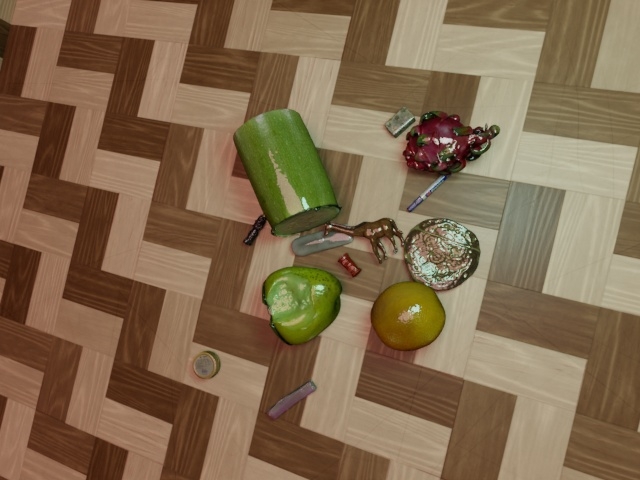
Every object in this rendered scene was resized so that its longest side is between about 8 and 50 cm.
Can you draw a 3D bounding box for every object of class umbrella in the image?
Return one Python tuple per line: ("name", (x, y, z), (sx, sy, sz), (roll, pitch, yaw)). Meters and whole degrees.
("umbrella", (-0.242, -0.046, 1.714), (0.040, 0.037, 0.144), (33, 97, -5))

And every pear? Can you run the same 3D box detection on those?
("pear", (-0.049, 0.210, 1.580), (0.293, 0.159, 0.292), (-1, 84, 14))

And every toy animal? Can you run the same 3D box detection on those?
("toy animal", (0.150, -0.019, 1.575), (0.224, 0.066, 0.229), (-36, 87, 10))

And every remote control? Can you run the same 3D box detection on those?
("remote control", (0.000, 0.000, 1.636), (0.229, 0.044, 0.073), (-15, 80, 14))

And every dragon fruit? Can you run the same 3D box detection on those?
("dragon fruit", (0.410, -0.305, 1.470), (0.273, 0.218, 0.198), (20, 137, 12))

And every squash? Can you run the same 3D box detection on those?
("squash", (-0.118, -0.227, 1.576), (0.263, 0.263, 0.384), (-25, 80, 14))

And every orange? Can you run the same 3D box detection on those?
("orange", (0.278, 0.240, 1.450), (0.236, 0.236, 0.236), (-1, 86, 17))

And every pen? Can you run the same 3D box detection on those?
("pen", (0.374, -0.172, 1.546), (0.204, 0.025, 0.025), (-45, 76, 9))

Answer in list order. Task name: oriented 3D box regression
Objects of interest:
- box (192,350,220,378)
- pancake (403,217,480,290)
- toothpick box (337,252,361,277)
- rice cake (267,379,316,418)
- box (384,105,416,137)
("box", (-0.435, 0.474, 1.737), (0.106, 0.037, 0.105), (-1, 87, 16))
("pancake", (0.397, 0.047, 1.515), (0.250, 0.031, 0.250), (-1, 85, 13))
("toothpick box", (0.104, 0.088, 1.597), (0.047, 0.047, 0.083), (-45, 75, 9))
("rice cake", (-0.103, 0.570, 1.632), (0.207, 0.036, 0.047), (-36, 82, 10))
("box", (0.276, -0.410, 1.582), (0.098, 0.045, 0.062), (-43, 75, 11))
